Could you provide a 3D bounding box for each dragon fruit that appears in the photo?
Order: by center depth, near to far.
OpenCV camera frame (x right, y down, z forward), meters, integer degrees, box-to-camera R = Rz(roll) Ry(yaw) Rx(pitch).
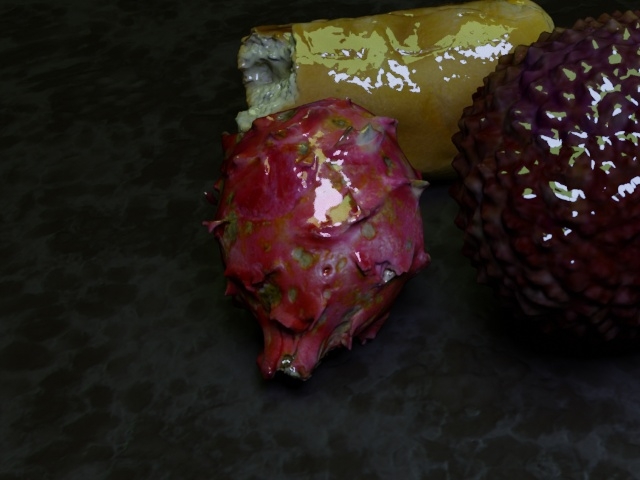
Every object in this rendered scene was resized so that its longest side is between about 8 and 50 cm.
[{"bbox_3d":[0.000,0.000,1.169,0.205,0.210,0.268,-5,72,44],"label":"dragon fruit"}]

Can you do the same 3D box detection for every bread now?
[{"bbox_3d":[0.081,-0.150,1.354,0.344,0.195,0.149,-9,16,2],"label":"bread"}]

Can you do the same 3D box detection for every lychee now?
[{"bbox_3d":[0.257,-0.059,1.103,0.306,0.306,0.330,-14,33,-5],"label":"lychee"}]
